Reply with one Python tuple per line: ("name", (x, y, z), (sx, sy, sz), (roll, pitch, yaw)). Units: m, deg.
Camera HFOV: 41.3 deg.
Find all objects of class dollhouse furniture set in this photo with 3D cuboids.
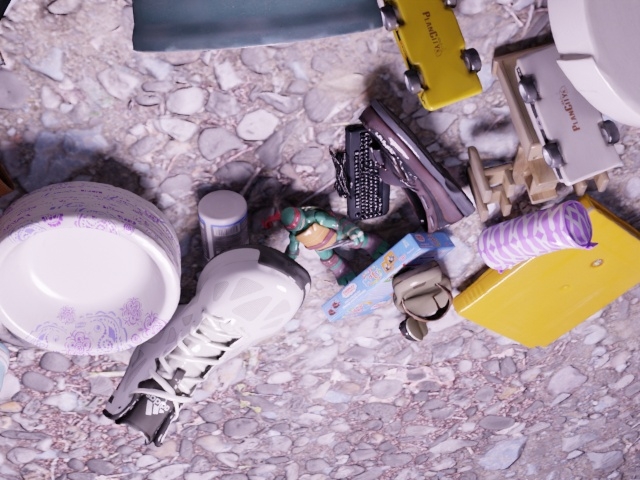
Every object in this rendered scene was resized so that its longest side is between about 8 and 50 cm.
("dollhouse furniture set", (0.337, -0.168, 1.330), (0.212, 0.160, 0.242), (-14, 157, 0))

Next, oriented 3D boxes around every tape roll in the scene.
("tape roll", (0.463, -0.332, 1.080), (0.392, 0.072, 0.391), (-5, 103, -23))

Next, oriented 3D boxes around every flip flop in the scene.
("flip flop", (0.190, 0.102, 1.500), (0.112, 0.080, 0.277), (-31, 163, 1))

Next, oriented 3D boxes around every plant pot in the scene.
("plant pot", (-0.081, -0.330, 0.967), (0.293, 0.293, 0.196), (-8, 108, -7))

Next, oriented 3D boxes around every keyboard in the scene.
("keyboard", (0.068, -0.098, 1.369), (0.100, 0.038, 0.192), (-9, 134, -5))

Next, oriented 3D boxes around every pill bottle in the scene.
("pill bottle", (-0.154, -0.007, 1.371), (0.078, 0.078, 0.137), (-7, 134, -8))

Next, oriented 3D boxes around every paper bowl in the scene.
("paper bowl", (-0.358, 0.031, 1.300), (0.284, 0.148, 0.284), (-4, 131, -4))

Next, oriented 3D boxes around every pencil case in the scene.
("pencil case", (0.361, -0.003, 1.441), (0.086, 0.088, 0.206), (-24, -179, -37))

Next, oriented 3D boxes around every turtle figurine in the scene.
("turtle figurine", (0.000, 0.000, 1.390), (0.175, 0.118, 0.234), (-24, 150, 31))

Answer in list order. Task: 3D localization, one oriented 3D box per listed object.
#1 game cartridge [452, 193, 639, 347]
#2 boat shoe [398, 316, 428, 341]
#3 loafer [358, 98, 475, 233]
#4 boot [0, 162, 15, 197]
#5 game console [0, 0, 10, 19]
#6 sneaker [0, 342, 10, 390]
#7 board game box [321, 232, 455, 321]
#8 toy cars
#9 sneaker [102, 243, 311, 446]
("game cartridge", (0.453, 0.073, 1.608), (0.285, 0.052, 0.324), (26, 125, -38))
("boat shoe", (0.171, 0.171, 1.609), (0.042, 0.048, 0.133), (-21, 172, 15))
("loafer", (0.140, -0.100, 1.324), (0.095, 0.109, 0.302), (-40, 136, 12))
("boot", (-0.519, -0.053, 1.245), (0.152, 0.073, 0.197), (-19, 137, -1))
("game console", (-0.470, -0.295, 1.064), (0.122, 0.071, 0.107), (28, 151, -33))
("sneaker", (-0.685, 0.308, 1.451), (0.319, 0.208, 0.127), (-27, 135, 13))
("board game box", (0.120, 0.063, 1.481), (0.211, 0.039, 0.160), (-42, 161, 23))
("toy cars", (0.240, -0.220, 1.165), (0.394, 0.087, 0.176), (29, 87, 0))
("sneaker", (-0.188, 0.195, 1.346), (0.169, 0.257, 0.447), (36, 136, -19))
